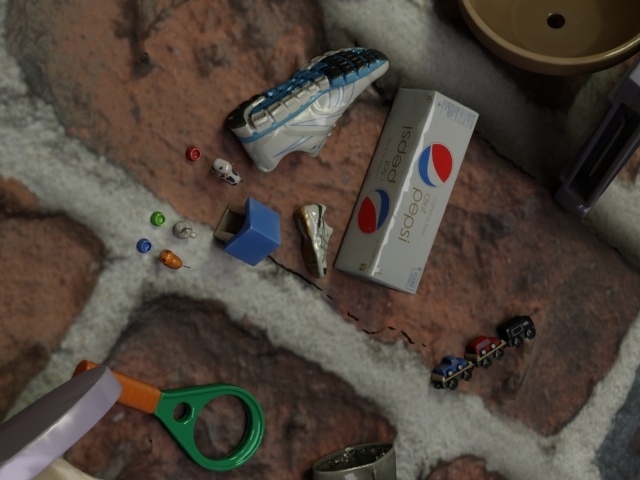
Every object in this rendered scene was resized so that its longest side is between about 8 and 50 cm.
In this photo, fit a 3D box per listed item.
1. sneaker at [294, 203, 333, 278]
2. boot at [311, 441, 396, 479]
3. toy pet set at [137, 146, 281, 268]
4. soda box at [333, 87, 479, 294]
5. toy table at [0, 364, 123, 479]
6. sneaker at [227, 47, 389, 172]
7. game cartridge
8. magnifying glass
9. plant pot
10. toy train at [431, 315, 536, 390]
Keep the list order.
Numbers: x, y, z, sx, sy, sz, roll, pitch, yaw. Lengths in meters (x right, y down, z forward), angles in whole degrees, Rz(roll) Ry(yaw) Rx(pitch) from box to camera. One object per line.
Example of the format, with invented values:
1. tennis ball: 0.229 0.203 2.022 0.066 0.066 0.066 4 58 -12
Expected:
1. sneaker: 0.000 0.000 1.590 0.037 0.032 0.083 -21 110 -30
2. boot: 0.079 0.329 1.688 0.190 0.076 0.208 -12 98 -34
3. toy pet set: -0.102 -0.016 1.498 0.114 0.065 0.122 31 81 -34
4. soda box: 0.094 -0.054 1.619 0.069 0.074 0.216 24 84 -35
5. toy table: -0.261 0.259 1.346 0.274 0.252 0.160 -35 100 -13
6. sneaker: -0.005 -0.135 1.549 0.191 0.071 0.083 -31 121 -17
7. game cartridge: 0.375 -0.177 1.657 0.068 0.355 0.230 33 72 7
8. magnifying glass: -0.153 0.173 1.524 0.231 0.026 0.092 27 83 -36
9. plant pot: 0.266 -0.270 1.647 0.237 0.237 0.109 -48 161 -18
10. toy train: 0.193 0.131 1.747 0.158 0.027 0.036 -29 110 -27
